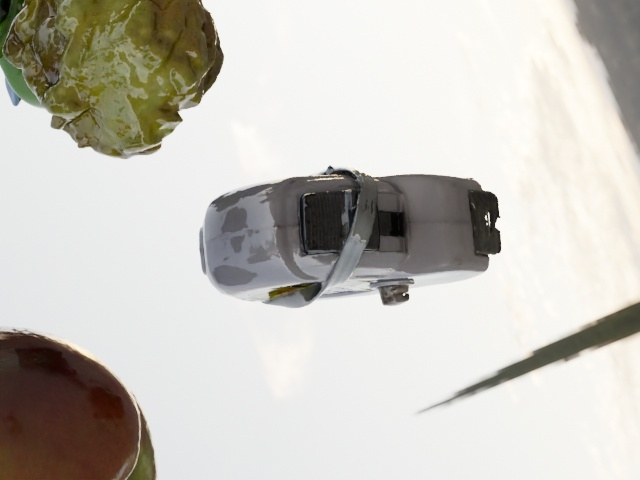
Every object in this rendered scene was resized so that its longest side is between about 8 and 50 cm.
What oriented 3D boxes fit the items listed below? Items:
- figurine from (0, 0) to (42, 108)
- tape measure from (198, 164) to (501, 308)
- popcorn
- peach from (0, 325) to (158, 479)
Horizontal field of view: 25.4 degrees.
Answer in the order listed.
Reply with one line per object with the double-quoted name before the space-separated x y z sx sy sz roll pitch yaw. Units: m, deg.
"figurine" -0.337 -0.238 1.646 0.263 0.143 0.162 19 -96 -57
"tape measure" 0.000 0.000 1.186 0.197 0.236 0.120 4 -102 -49
"popcorn" -0.179 -0.168 1.221 0.155 0.197 0.198 20 -132 -52
"peach" -0.283 0.194 1.221 0.248 0.274 0.245 -14 -68 -75
